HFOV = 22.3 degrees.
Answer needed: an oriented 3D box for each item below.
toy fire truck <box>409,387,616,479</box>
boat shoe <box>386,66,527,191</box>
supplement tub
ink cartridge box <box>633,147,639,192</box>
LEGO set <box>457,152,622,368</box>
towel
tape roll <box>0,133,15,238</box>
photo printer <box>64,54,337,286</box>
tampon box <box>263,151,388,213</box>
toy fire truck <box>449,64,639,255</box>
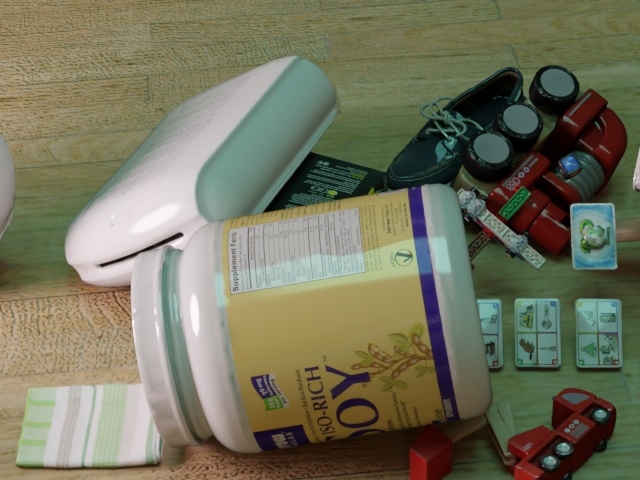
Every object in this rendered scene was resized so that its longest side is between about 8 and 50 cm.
[{"bbox_3d":[0.197,0.204,1.657,0.135,0.047,0.192,28,48,33],"label":"toy fire truck"},{"bbox_3d":[0.171,-0.135,2.030,0.254,0.079,0.095,-32,49,-31],"label":"boat shoe"},{"bbox_3d":[-0.006,0.084,1.643,0.331,0.241,0.241,-10,40,5],"label":"supplement tub"},{"bbox_3d":[0.456,-0.071,1.737,0.217,0.092,0.158,11,1,17],"label":"ink cartridge box"},{"bbox_3d":[0.238,0.025,1.807,0.182,0.060,0.244,-1,76,3],"label":"LEGO set"},{"bbox_3d":[-0.239,0.192,1.711,0.152,0.023,0.113,-1,40,1],"label":"towel"},{"bbox_3d":[-0.491,-0.066,1.828,0.286,0.286,0.100,6,40,9],"label":"tape roll"},{"bbox_3d":[-0.144,-0.070,1.870,0.256,0.107,0.307,-19,25,41],"label":"photo printer"},{"bbox_3d":[0.000,0.000,1.848,0.101,0.120,0.161,16,44,21],"label":"tampon box"},{"bbox_3d":[0.307,-0.071,1.921,0.246,0.158,0.217,39,58,13],"label":"toy fire truck"}]
